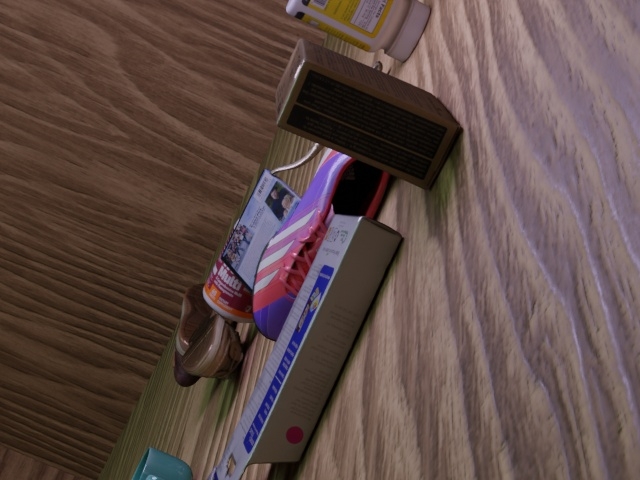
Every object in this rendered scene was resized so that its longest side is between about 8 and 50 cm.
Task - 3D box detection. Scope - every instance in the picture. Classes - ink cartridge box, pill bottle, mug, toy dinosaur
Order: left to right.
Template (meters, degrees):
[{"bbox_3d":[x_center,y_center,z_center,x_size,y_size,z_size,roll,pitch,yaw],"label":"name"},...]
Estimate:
[{"bbox_3d":[-0.275,0.437,1.988,0.129,0.097,0.158,-63,10,13],"label":"mug"},{"bbox_3d":[-0.116,0.029,2.086,0.221,0.121,0.121,-62,9,22],"label":"pill bottle"},{"bbox_3d":[-0.021,0.144,1.399,0.371,0.069,0.176,-63,9,-2],"label":"ink cartridge box"},{"bbox_3d":[0.029,-0.198,1.929,0.268,0.064,0.118,-43,5,-10],"label":"toy dinosaur"},{"bbox_3d":[0.061,-0.373,1.856,0.119,0.208,0.119,-62,10,19],"label":"pill bottle"},{"bbox_3d":[0.048,-0.157,1.389,0.235,0.193,0.088,-96,30,-75],"label":"ink cartridge box"}]

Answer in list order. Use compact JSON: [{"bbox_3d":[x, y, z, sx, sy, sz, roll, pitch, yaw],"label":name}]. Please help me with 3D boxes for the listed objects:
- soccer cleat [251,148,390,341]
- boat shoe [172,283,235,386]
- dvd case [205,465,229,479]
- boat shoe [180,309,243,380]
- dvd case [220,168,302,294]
[{"bbox_3d":[0.000,0.000,1.556,0.318,0.108,0.116,-61,13,8],"label":"soccer cleat"},{"bbox_3d":[-0.246,0.196,2.417,0.342,0.123,0.123,-85,15,-69],"label":"boat shoe"},{"bbox_3d":[-0.197,0.467,1.670,0.179,0.029,0.239,-59,10,38],"label":"dvd case"},{"bbox_3d":[-0.184,0.201,2.115,0.109,0.098,0.302,-52,7,0],"label":"boat shoe"},{"bbox_3d":[-0.076,0.005,1.911,0.180,0.022,0.253,-63,34,11],"label":"dvd case"}]
